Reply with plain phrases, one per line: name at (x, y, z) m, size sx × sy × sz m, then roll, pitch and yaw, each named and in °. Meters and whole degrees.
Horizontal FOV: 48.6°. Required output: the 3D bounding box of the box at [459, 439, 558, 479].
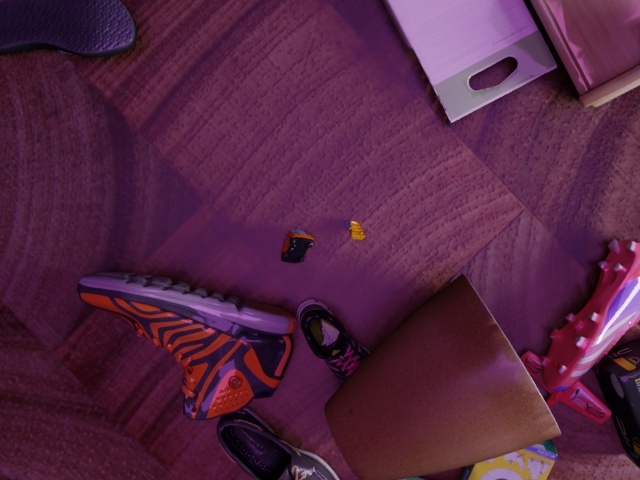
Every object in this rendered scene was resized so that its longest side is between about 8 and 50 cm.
box at (0.258, 0.357, 1.028) m, size 0.105 × 0.043 × 0.179 m, roll 18°, pitch 109°, yaw 2°

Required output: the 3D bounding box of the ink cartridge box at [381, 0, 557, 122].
ink cartridge box at (0.200, -0.307, 0.996) m, size 0.171 × 0.056 × 0.235 m, roll -28°, pitch 95°, yaw 5°

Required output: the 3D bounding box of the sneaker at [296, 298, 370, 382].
sneaker at (0.026, 0.160, 1.023) m, size 0.063 × 0.075 × 0.170 m, roll -39°, pitch 91°, yaw 4°

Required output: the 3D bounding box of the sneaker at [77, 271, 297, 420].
sneaker at (-0.204, 0.156, 1.010) m, size 0.321 × 0.124 × 0.180 m, roll 15°, pitch 93°, yaw 2°

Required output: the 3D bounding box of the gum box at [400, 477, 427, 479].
gum box at (0.168, 0.434, 1.009) m, size 0.184 × 0.041 × 0.157 m, roll 11°, pitch 92°, yaw 29°

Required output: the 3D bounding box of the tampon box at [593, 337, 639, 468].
tampon box at (0.465, 0.229, 0.981) m, size 0.101 × 0.120 × 0.161 m, roll -22°, pitch 92°, yaw 3°

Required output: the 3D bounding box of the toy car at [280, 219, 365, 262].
toy car at (0.000, 0.000, 1.044) m, size 0.122 × 0.060 × 0.041 m, roll -5°, pitch 49°, yaw -13°

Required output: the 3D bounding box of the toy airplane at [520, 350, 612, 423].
toy airplane at (0.342, 0.233, 1.034) m, size 0.151 × 0.028 × 0.151 m, roll 0°, pitch 90°, yaw 8°

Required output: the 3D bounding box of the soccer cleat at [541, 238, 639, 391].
soccer cleat at (0.403, 0.113, 0.993) m, size 0.095 × 0.083 × 0.248 m, roll 32°, pitch 86°, yaw -13°

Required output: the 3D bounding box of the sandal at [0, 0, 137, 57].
sandal at (-0.382, -0.313, 1.034) m, size 0.254 × 0.054 × 0.097 m, roll 5°, pitch 87°, yaw 12°

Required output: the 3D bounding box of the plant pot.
plant pot at (0.142, 0.209, 0.944) m, size 0.254 × 0.237 × 0.237 m, roll -31°, pitch 91°, yaw 7°

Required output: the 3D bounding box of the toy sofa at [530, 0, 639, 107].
toy sofa at (0.351, -0.371, 0.954) m, size 0.150 × 0.177 × 0.363 m, roll -28°, pitch 92°, yaw 29°

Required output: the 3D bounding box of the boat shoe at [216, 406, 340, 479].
boat shoe at (-0.060, 0.335, 1.041) m, size 0.227 × 0.069 × 0.081 m, roll 37°, pitch 95°, yaw 0°
